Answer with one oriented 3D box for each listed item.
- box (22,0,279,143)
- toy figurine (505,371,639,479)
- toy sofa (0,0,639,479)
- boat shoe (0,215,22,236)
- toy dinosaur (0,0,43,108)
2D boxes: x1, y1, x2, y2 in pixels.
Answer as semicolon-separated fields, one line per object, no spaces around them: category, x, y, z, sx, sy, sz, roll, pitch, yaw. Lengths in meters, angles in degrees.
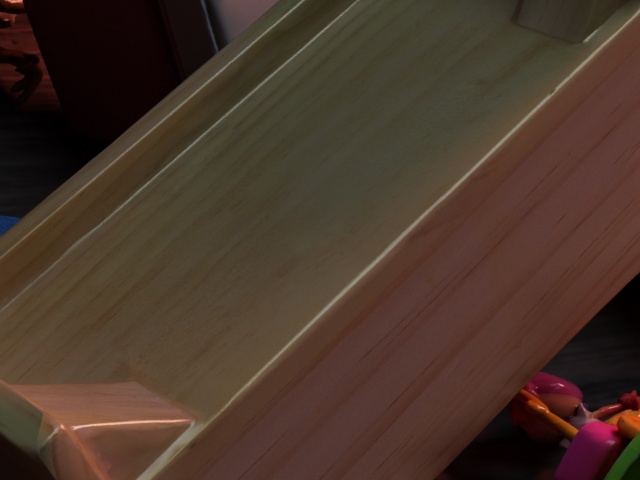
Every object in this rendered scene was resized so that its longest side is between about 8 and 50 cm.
box;-0.046;-0.127;0.902;0.148;0.127;0.232;-28;22;-25
toy figurine;0.123;0.088;0.803;0.173;0.130;0.159;16;14;-47
toy sofa;0.000;0.000;0.712;0.362;0.177;0.150;-43;44;-22
boat shoe;-0.225;0.049;0.702;0.258;0.089;0.109;4;47;-30
toy dinosaur;-0.201;-0.139;1.018;0.112;0.064;0.211;28;33;19
